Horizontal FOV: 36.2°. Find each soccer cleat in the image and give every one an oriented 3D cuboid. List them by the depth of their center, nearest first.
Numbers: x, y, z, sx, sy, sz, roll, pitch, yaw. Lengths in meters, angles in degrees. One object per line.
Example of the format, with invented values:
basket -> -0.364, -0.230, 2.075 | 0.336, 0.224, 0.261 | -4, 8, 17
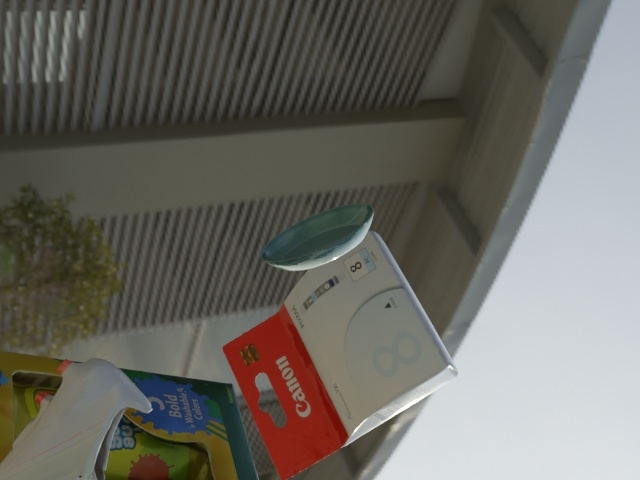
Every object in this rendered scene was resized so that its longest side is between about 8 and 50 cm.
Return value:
soccer cleat -> -0.201, 0.175, 0.704 | 0.196, 0.076, 0.068 | -55, -179, -7

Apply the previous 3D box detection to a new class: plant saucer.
plant saucer -> 0.000, 0.000, 0.949 | 0.119, 0.119, 0.021 | 12, -51, 63

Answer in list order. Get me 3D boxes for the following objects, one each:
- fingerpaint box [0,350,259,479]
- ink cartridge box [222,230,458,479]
fingerpaint box -> -0.233, 0.300, 0.893 | 0.163, 0.371, 0.445 | -66, -154, 25
ink cartridge box -> 0.014, 0.208, 1.795 | 0.308, 0.385, 0.091 | 62, 9, 29
